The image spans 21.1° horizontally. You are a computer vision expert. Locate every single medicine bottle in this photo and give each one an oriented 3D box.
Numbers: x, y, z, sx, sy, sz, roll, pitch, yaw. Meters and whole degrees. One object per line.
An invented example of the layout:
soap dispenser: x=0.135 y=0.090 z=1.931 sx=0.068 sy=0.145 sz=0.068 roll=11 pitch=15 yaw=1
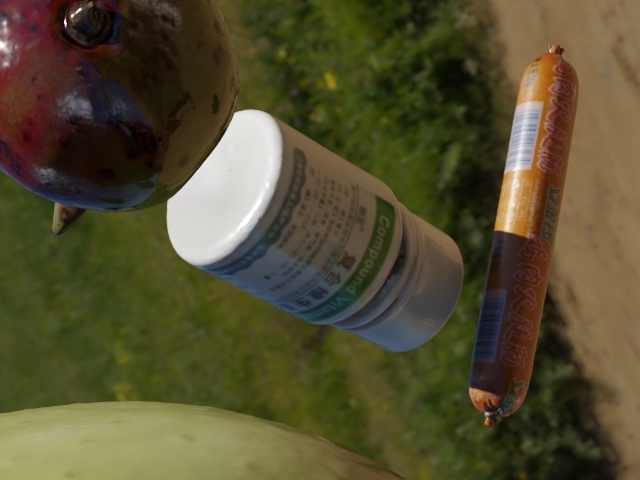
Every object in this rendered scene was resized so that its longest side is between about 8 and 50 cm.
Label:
medicine bottle: x=0.000 y=0.000 z=1.415 sx=0.237 sy=0.139 sz=0.139 roll=30 pitch=-174 yaw=-39

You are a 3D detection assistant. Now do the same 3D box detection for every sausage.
sausage: x=0.173 y=-0.010 z=1.451 sx=0.053 sy=0.053 sz=0.348 roll=125 pitch=158 yaw=-70

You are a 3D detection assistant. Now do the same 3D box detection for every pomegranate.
pomegranate: x=-0.110 y=-0.072 z=0.794 sx=0.159 sy=0.129 sz=0.129 roll=-23 pitch=94 yaw=56

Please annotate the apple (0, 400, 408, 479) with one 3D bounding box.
apple: x=-0.088 y=0.229 z=0.620 sx=0.357 sy=0.357 sz=0.357 roll=53 pitch=160 yaw=29
